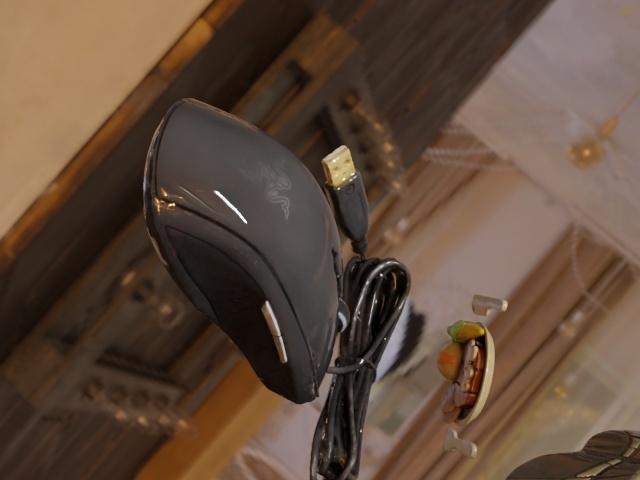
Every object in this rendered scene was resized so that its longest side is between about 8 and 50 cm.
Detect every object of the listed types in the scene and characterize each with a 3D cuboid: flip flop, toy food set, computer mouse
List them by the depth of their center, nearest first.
[{"bbox_3d":[0.000,0.000,0.693,0.060,0.184,0.262,-5,-44,24],"label":"computer mouse"},{"bbox_3d":[0.274,0.252,1.272,0.112,0.080,0.277,8,12,36],"label":"flip flop"},{"bbox_3d":[0.165,0.155,1.498,0.038,0.192,0.132,12,-4,-11],"label":"toy food set"}]
